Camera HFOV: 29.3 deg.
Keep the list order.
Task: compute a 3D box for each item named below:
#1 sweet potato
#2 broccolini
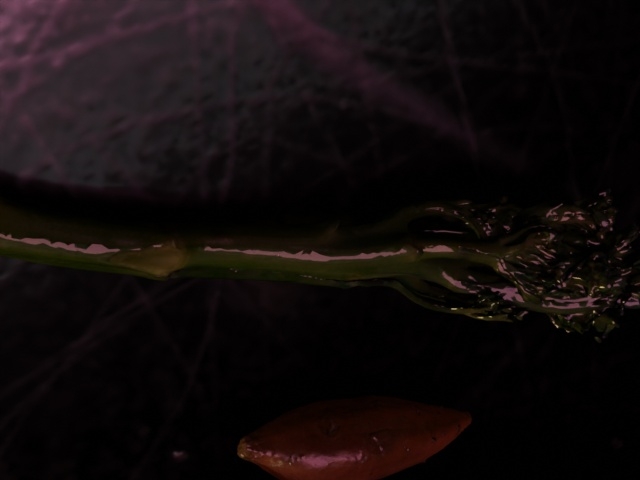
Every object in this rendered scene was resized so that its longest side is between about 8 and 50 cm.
[{"bbox_3d":[0.013,0.074,0.445,0.095,0.034,0.034,-1,118,-24],"label":"sweet potato"},{"bbox_3d":[0.000,0.000,0.396,0.239,0.051,0.054,5,122,-20],"label":"broccolini"}]
